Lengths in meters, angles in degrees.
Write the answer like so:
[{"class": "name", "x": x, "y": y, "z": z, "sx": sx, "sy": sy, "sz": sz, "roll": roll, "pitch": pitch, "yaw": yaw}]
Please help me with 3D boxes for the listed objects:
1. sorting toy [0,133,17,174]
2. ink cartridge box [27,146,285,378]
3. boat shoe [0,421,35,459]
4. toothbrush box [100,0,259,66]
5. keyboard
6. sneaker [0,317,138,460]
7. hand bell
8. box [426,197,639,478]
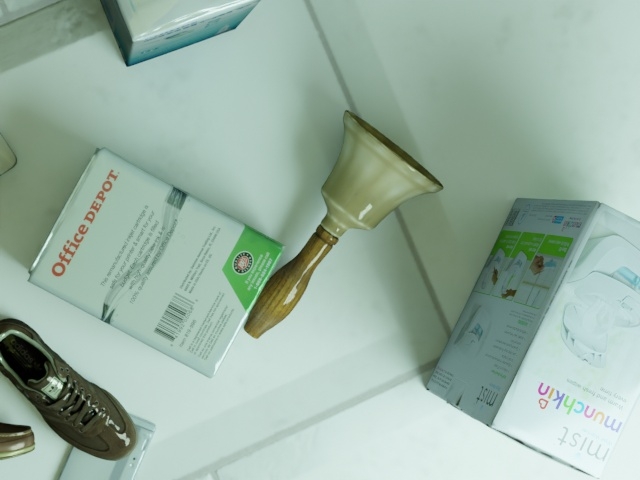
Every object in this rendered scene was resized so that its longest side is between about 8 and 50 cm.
[{"class": "sorting toy", "x": -0.469, "y": -0.113, "z": 1.451, "sx": 0.255, "sy": 0.089, "sz": 0.257, "roll": -33, "pitch": 97, "yaw": -6}, {"class": "ink cartridge box", "x": -0.165, "y": 0.019, "z": 1.505, "sx": 0.208, "sy": 0.087, "sz": 0.153, "roll": 30, "pitch": 88, "yaw": -10}, {"class": "boat shoe", "x": -0.369, "y": 0.184, "z": 1.491, "sx": 0.178, "sy": 0.064, "sz": 0.060, "roll": 4, "pitch": 94, "yaw": -7}, {"class": "toothbrush box", "x": -0.156, "y": -0.287, "z": 1.390, "sx": 0.126, "sy": 0.295, "sz": 0.216, "roll": -21, "pitch": 96, "yaw": -8}, {"class": "keyboard", "x": -0.249, "y": 0.292, "z": 1.543, "sx": 0.072, "sy": 0.014, "sz": 0.256, "roll": 23, "pitch": 88, "yaw": -4}, {"class": "sneaker", "x": -0.261, "y": 0.153, "z": 1.498, "sx": 0.188, "sy": 0.071, "sz": 0.066, "roll": 41, "pitch": 88, "yaw": -3}, {"class": "hand bell", "x": 0.000, "y": 0.000, "z": 1.537, "sx": 0.126, "sy": 0.126, "sz": 0.242, "roll": 38, "pitch": 99, "yaw": -8}, {"class": "box", "x": 0.226, "y": 0.085, "z": 1.482, "sx": 0.127, "sy": 0.262, "sz": 0.231, "roll": 26, "pitch": 87, "yaw": -9}]
